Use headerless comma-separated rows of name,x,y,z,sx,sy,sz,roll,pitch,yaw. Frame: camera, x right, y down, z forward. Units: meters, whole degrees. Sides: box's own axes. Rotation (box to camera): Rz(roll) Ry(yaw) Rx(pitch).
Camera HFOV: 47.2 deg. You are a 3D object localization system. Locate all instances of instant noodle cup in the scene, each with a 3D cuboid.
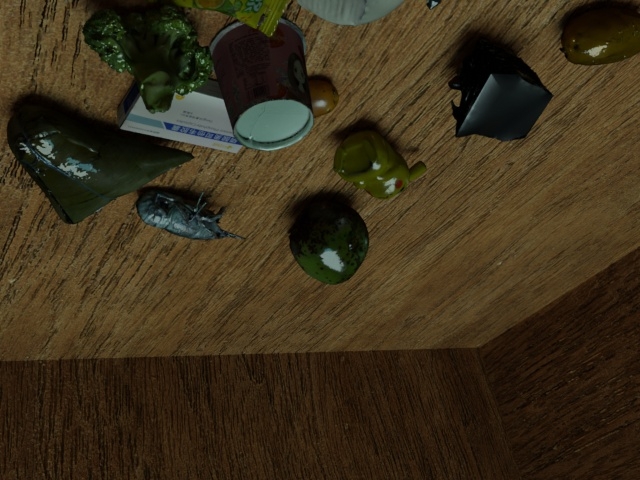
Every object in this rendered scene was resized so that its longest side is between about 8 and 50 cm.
instant noodle cup,-0.128,-0.360,1.720,0.242,0.231,0.243,-11,153,-6

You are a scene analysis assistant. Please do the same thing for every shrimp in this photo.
shrimp,-0.379,-0.077,2.246,0.372,0.137,0.172,8,163,-32

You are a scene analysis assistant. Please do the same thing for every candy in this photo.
candy,-0.209,-0.530,1.527,0.297,0.081,0.187,12,148,-19

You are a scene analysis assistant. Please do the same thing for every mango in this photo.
mango,-0.031,-0.363,1.919,0.159,0.084,0.105,-22,146,17
mango,0.742,-0.524,1.884,0.248,0.156,0.151,-6,117,-9

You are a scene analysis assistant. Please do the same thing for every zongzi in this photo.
zongzi,-0.556,-0.240,1.852,0.392,0.174,0.356,-23,147,-2

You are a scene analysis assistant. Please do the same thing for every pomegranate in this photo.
pomegranate,0.000,0.000,2.493,0.285,0.285,0.340,10,175,-38

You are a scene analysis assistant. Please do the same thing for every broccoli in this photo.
broccoli,-0.355,-0.407,1.524,0.254,0.302,0.186,34,101,-5

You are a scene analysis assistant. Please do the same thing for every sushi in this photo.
sushi,0.455,-0.408,1.915,0.227,0.212,0.215,-3,144,-23

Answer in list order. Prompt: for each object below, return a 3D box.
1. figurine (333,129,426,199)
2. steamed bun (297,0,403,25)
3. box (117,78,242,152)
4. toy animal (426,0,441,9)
figurine,0.162,-0.220,2.197,0.218,0.169,0.326,-9,155,29
steamed bun,0.075,-0.578,1.372,0.309,0.309,0.309,-10,153,-5
box,-0.320,-0.330,1.873,0.343,0.065,0.200,8,147,-35
toy animal,0.279,-0.610,1.572,0.146,0.114,0.245,1,129,-38
